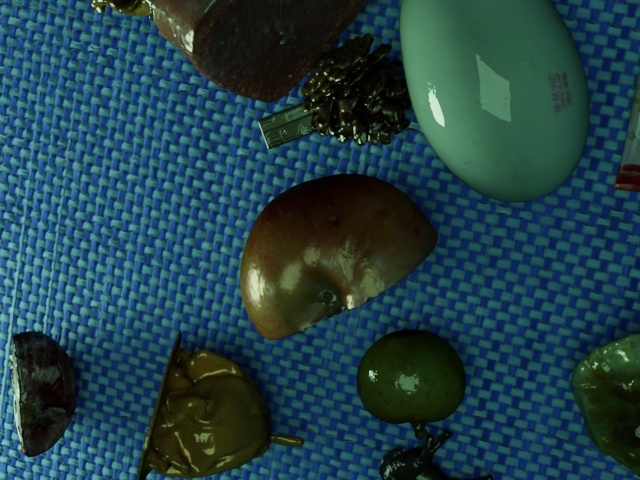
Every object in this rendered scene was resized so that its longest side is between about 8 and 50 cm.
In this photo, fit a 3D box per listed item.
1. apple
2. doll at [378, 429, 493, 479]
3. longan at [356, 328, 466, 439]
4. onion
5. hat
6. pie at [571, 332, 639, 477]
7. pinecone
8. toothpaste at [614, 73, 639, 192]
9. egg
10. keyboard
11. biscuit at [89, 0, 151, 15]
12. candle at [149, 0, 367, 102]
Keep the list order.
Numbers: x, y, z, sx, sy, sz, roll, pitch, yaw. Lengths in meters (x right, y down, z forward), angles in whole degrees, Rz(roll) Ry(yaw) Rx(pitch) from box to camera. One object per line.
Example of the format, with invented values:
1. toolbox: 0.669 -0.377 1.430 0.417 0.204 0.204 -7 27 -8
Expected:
1. apple: 0.000 0.000 1.566 0.293 0.251 0.163 -29 102 17
2. doll: 0.161 0.368 1.701 0.139 0.057 0.165 47 116 0
3. longan: 0.134 0.214 1.631 0.154 0.145 0.176 8 107 40
4. onion: -0.451 0.240 1.807 0.098 0.151 0.206 -5 114 -19
5. hat: -0.138 0.288 1.694 0.233 0.244 0.233 14 112 -3
6. pie: 0.485 0.247 1.530 0.306 0.071 0.306 20 133 23
7. pinecone: 0.055 -0.207 1.571 0.173 0.173 0.174 3 101 13
8. toothpaste: 0.447 -0.161 1.544 0.048 0.031 0.190 7 105 9
9. egg: 0.226 -0.229 1.480 0.230 0.230 0.371 -22 91 17
10. keyboard: -0.029 -0.180 1.665 0.129 0.015 0.049 -19 90 17
11. biscuit: -0.235 -0.463 1.570 0.289 0.081 0.334 -26 62 25
12. candle: -0.070 -0.301 1.521 0.131 0.317 0.287 50 150 24
